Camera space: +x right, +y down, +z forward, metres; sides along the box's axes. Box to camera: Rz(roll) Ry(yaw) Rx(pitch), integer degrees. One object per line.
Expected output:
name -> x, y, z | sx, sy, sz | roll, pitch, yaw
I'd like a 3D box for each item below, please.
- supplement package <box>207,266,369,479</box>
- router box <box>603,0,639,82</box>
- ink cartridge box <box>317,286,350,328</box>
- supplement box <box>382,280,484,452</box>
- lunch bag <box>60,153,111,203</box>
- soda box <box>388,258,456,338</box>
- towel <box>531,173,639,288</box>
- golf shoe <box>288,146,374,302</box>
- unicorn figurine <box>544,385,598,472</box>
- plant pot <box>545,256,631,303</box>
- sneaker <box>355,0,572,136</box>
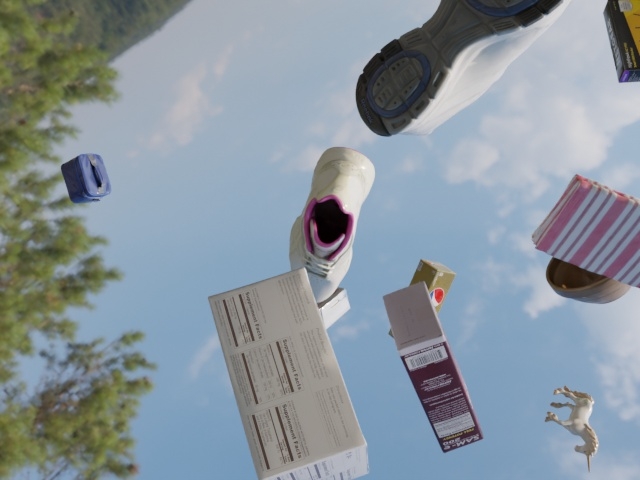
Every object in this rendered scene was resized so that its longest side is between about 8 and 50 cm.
supplement package -> -0.041, 0.209, 1.101 | 0.145, 0.204, 0.262 | -17, -117, -4
router box -> 0.635, -0.392, 1.514 | 0.133, 0.046, 0.179 | -3, -116, 3
ink cartridge box -> -0.019, 0.159, 1.915 | 0.150, 0.063, 0.109 | 7, -148, 41
supplement box -> 0.174, 0.196, 1.194 | 0.073, 0.239, 0.130 | -20, -145, 7
lunch bag -> -0.453, -0.119, 1.522 | 0.065, 0.098, 0.067 | -22, 175, 33
soda box -> 0.212, 0.134, 1.632 | 0.058, 0.061, 0.181 | 38, -68, 48
towel -> 0.413, -0.009, 1.088 | 0.144, 0.197, 0.029 | 111, 0, -48
golf shoe -> 0.000, 0.000, 1.259 | 0.115, 0.306, 0.140 | 16, -142, 4
unicorn figurine -> 0.512, 0.364, 1.570 | 0.111, 0.060, 0.162 | 18, -122, 20
plant pot -> 0.678, 0.075, 1.888 | 0.237, 0.110, 0.237 | -34, -159, 15
sneaker -> 0.171, -0.223, 0.843 | 0.297, 0.111, 0.129 | -38, 161, 23
